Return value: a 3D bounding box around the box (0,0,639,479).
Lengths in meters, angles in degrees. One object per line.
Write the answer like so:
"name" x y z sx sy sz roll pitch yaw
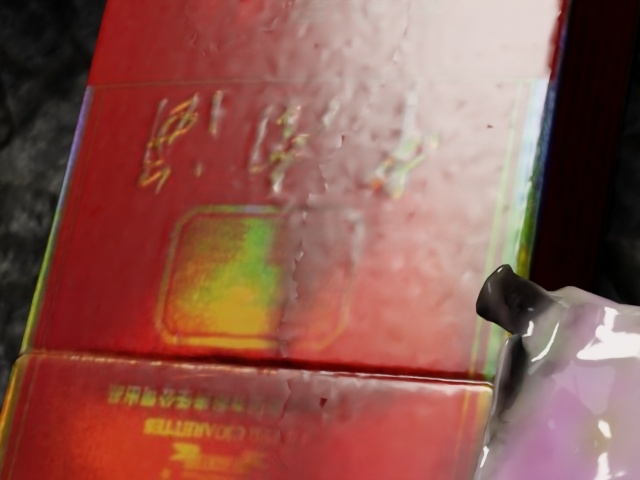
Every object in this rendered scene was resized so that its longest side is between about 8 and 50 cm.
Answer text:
"box" 0.001 -0.001 0.715 0.197 0.089 0.313 2 70 25

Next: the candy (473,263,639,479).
"candy" 0.108 0.124 0.504 0.115 0.265 0.155 11 74 25
